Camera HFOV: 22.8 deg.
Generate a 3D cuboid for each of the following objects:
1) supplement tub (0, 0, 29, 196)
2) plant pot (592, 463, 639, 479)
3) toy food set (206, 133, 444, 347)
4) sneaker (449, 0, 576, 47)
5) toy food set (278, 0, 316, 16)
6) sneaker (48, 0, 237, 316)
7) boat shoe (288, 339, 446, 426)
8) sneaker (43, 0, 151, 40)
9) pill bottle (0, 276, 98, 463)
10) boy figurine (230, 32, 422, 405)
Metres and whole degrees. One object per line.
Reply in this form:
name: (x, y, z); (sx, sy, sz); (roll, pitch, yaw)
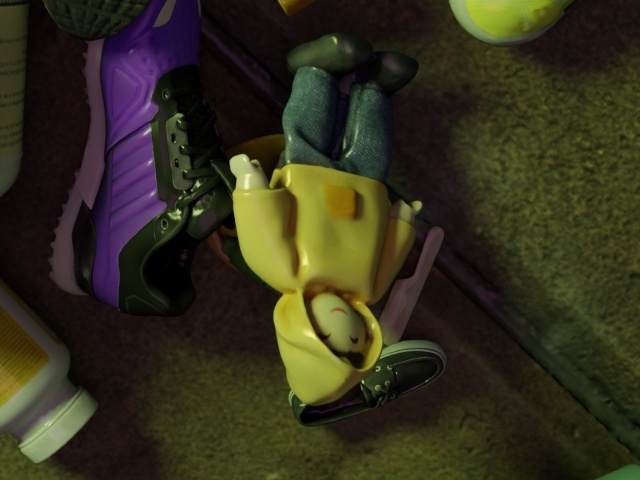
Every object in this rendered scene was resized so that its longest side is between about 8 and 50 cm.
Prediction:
supplement tub: (-0.339, -0.148, 1.199); (0.236, 0.235, 0.324); (4, 102, -3)
plant pot: (0.180, 0.371, 1.302); (0.334, 0.341, 0.341); (-27, 102, -3)
toy food set: (0.000, 0.000, 1.327); (0.218, 0.071, 0.128); (29, 100, -8)
sneaker: (0.233, -0.313, 1.227); (0.145, 0.147, 0.384); (36, 100, -11)
toy food set: (-0.029, -0.285, 1.234); (0.105, 0.111, 0.232); (-31, 70, 5)
sneaker: (-0.114, -0.071, 1.264); (0.146, 0.102, 0.293); (24, 111, 29)
boat shoe: (0.042, 0.128, 1.368); (0.142, 0.040, 0.049); (-18, 119, 5)
sneaker: (-0.160, -0.299, 1.193); (0.111, 0.121, 0.299); (6, 94, -14)
pill bottle: (-0.275, 0.096, 1.323); (0.103, 0.103, 0.184); (-41, 100, 7)
boy figurine: (0.004, -0.016, 1.242); (0.177, 0.092, 0.285); (20, 66, -32)
